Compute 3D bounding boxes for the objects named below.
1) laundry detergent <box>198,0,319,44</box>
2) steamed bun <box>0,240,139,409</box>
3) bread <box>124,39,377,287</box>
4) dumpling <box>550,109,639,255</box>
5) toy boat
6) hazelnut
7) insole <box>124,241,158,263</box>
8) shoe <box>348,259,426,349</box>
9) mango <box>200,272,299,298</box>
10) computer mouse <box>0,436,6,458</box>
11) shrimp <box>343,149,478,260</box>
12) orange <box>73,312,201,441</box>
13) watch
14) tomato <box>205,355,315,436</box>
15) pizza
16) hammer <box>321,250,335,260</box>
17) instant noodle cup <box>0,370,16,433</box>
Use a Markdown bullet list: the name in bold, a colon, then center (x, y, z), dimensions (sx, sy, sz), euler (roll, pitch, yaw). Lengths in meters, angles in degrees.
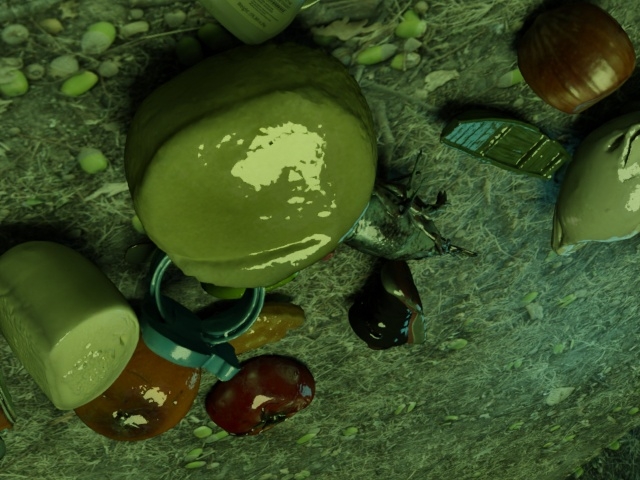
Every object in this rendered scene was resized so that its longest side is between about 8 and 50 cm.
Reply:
- **laundry detergent**: center (-0.017, -0.330, 1.011), dimensions (0.253, 0.091, 0.181), euler (-33, 147, 13)
- **steamed bun**: center (-0.362, 0.108, 1.322), dimensions (0.155, 0.200, 0.250), euler (-33, 157, -30)
- **bread**: center (-0.083, -0.103, 1.172), dimensions (0.321, 0.237, 0.320), euler (-10, 130, -12)
- **dumpling**: center (0.530, -0.114, 1.585), dimensions (0.260, 0.181, 0.341), euler (-30, 132, -32)
- **toy boat**: center (0.287, -0.158, 1.471), dimensions (0.293, 0.055, 0.093), euler (11, 134, -42)
- **hazelnut**: center (0.355, -0.256, 1.308), dimensions (0.150, 0.150, 0.150), euler (-16, 146, -11)
- **insole**: center (-0.212, 0.015, 1.450), dimensions (0.188, 0.004, 0.064), euler (-5, 141, -27)
- **shoe**: center (0.116, 0.123, 1.718), dimensions (0.137, 0.114, 0.291), euler (-17, 150, -1)
- **mango**: center (-0.113, 0.046, 1.497), dimensions (0.165, 0.074, 0.091), euler (-11, 153, 3)
- **computer mouse**: center (-0.676, 0.301, 1.493), dimensions (0.167, 0.090, 0.379), euler (-40, 138, 14)
- **shrimp**: center (0.124, -0.046, 1.443), dimensions (0.372, 0.137, 0.172), euler (7, 153, -36)
- **orange**: center (-0.305, 0.225, 1.515), dimensions (0.224, 0.170, 0.224), euler (-1, 130, -1)
- **watch**: center (-0.170, 0.083, 1.400), dimensions (0.211, 0.211, 0.193), euler (23, 101, -48)
- **tomato**: center (-0.110, 0.326, 1.865), dimensions (0.228, 0.101, 0.228), euler (-19, 149, -12)
- **pizza**: center (-0.149, 0.153, 1.632), dimensions (0.246, 0.058, 0.127), euler (-21, 145, -4)
- **hammer**: center (0.000, 0.000, 1.529), dimensions (0.043, 0.043, 0.083), euler (-24, 145, 0)
- **instant noodle cup**: center (-0.553, 0.190, 1.261), dimensions (0.214, 0.296, 0.296), euler (-23, 148, -18)
